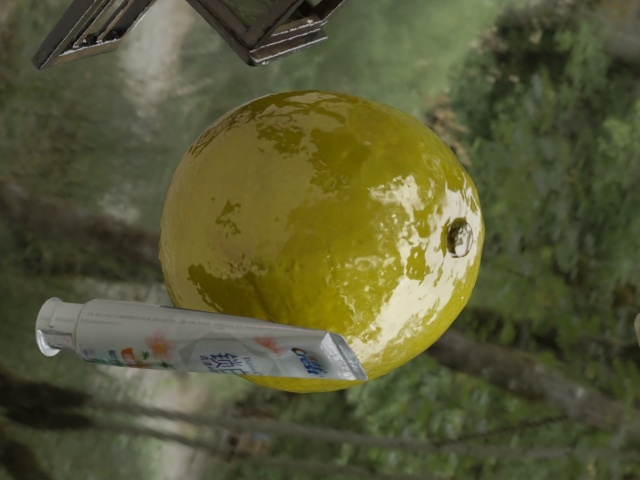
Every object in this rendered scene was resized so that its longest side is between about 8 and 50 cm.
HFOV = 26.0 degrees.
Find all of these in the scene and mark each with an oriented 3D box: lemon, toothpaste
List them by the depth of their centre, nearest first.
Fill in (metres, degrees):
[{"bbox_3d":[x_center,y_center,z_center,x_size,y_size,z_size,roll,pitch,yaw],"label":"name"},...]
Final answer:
[{"bbox_3d":[-0.118,0.096,1.324,0.100,0.323,0.066,62,37,-54],"label":"toothpaste"},{"bbox_3d":[0.000,0.000,1.464,0.348,0.348,0.348,21,90,-89],"label":"lemon"}]

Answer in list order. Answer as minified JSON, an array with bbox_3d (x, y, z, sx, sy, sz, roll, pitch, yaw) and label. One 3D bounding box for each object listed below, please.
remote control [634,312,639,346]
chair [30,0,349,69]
[{"bbox_3d":[0.447,0.132,1.608,0.022,0.245,0.077,-34,-129,39],"label":"remote control"},{"bbox_3d":[-0.107,-0.287,1.589,0.416,0.240,0.203,-49,173,29],"label":"chair"}]
